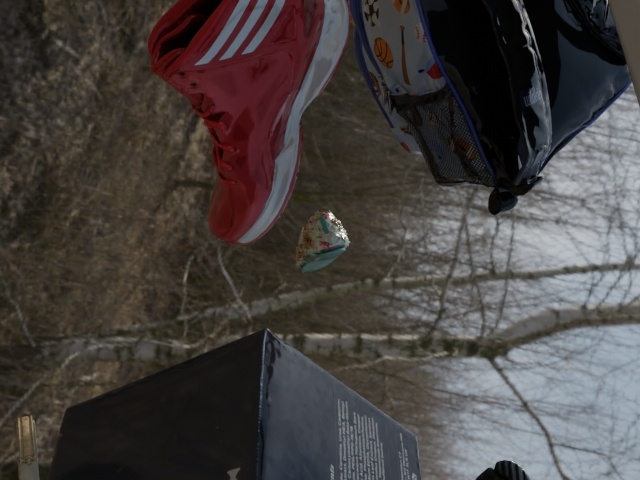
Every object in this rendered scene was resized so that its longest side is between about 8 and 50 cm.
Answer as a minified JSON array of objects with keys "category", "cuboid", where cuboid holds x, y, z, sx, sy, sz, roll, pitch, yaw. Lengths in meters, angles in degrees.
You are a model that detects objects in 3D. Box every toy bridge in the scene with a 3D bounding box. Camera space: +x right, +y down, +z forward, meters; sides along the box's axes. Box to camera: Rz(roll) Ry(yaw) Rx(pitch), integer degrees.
[{"category":"toy bridge","cuboid":[-0.405,0.278,0.944,0.188,0.026,0.063,178,-93,-65]}]

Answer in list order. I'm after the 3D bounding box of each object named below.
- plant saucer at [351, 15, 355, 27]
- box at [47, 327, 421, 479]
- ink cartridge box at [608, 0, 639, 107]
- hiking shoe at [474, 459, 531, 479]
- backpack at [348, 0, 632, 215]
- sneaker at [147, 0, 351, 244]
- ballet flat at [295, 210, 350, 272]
[{"category":"plant saucer","cuboid":[0.213,-0.476,1.291,0.332,0.081,0.333,60,-43,31]},{"category":"box","cuboid":[-0.044,0.144,0.390,0.156,0.158,0.093,-24,-136,26]},{"category":"ink cartridge box","cuboid":[0.266,-0.213,0.526,0.065,0.165,0.332,-15,-89,41]},{"category":"hiking shoe","cuboid":[0.260,0.528,1.258,0.132,0.304,0.113,62,2,-42]},{"category":"backpack","cuboid":[0.158,-0.210,0.663,0.276,0.263,0.213,-44,-148,-24]},{"category":"sneaker","cuboid":[-0.076,-0.092,0.493,0.087,0.128,0.221,49,-53,41]},{"category":"ballet flat","cuboid":[0.000,0.000,1.161,0.241,0.091,0.077,135,-62,-75]}]
